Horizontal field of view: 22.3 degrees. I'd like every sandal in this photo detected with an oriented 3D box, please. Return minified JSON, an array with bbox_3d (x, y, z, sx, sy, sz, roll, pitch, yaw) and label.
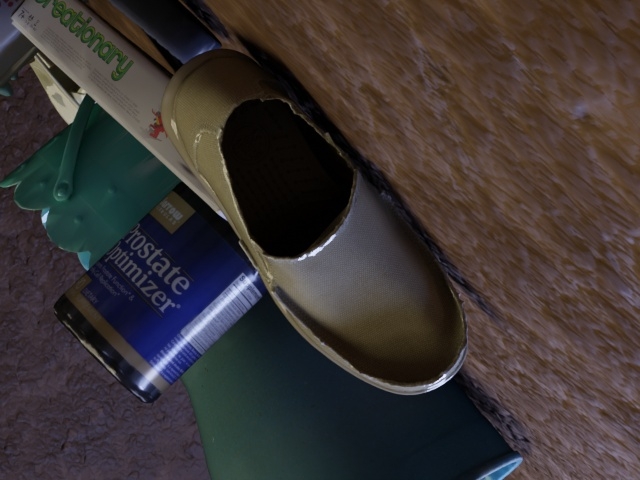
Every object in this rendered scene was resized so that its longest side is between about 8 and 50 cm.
[{"bbox_3d":[-0.148,-0.200,0.985,0.254,0.054,0.097,38,-172,-41],"label":"sandal"}]

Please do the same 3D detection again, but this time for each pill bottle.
[{"bbox_3d":[-0.112,0.025,1.399,0.123,0.219,0.123,45,174,6],"label":"pill bottle"}]

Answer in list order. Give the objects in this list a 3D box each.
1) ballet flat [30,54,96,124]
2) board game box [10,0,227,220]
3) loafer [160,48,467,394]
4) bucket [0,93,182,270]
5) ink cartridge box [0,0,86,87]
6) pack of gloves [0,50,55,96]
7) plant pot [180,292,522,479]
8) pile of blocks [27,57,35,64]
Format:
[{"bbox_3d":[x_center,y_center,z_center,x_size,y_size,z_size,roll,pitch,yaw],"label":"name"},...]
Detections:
[{"bbox_3d":[-0.273,-0.193,1.790,0.248,0.086,0.086,48,174,-11],"label":"ballet flat"},{"bbox_3d":[-0.096,-0.079,1.258,0.305,0.053,0.193,41,-177,38],"label":"board game box"},{"bbox_3d":[0.000,0.000,1.010,0.268,0.102,0.092,48,180,-17],"label":"loafer"},{"bbox_3d":[-0.161,-0.025,1.590,0.281,0.183,0.281,45,174,6],"label":"bucket"},{"bbox_3d":[-0.368,-0.251,1.425,0.270,0.198,0.197,45,173,-4],"label":"ink cartridge box"},{"bbox_3d":[-0.347,-0.251,1.577,0.232,0.195,0.046,46,137,-5],"label":"pack of gloves"},{"bbox_3d":[0.006,0.175,1.522,0.255,0.272,0.271,56,177,15],"label":"plant pot"},{"bbox_3d":[-0.428,-0.313,1.708,0.362,0.149,0.112,49,-152,-1],"label":"pile of blocks"}]
